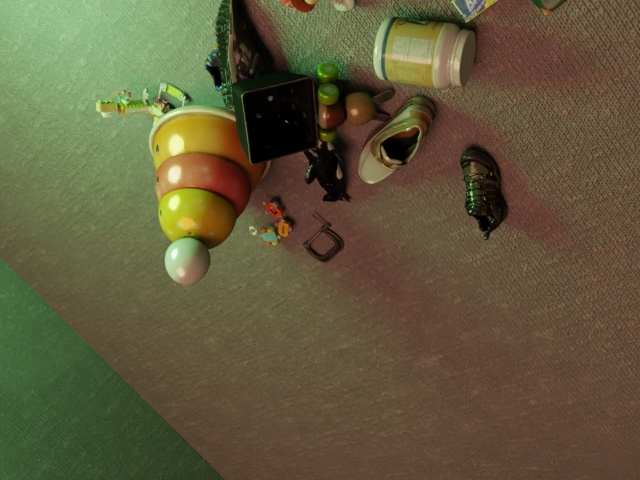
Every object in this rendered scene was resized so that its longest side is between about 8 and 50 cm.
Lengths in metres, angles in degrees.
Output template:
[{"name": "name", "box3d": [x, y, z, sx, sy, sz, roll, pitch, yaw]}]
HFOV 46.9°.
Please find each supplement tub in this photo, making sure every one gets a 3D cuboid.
[{"name": "supplement tub", "box3d": [0.233, -0.419, 1.653, 0.200, 0.144, 0.144, 13, 132, 22]}]

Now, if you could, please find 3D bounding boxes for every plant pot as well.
[{"name": "plant pot", "box3d": [-0.128, -0.325, 1.847, 0.167, 0.188, 0.187, 46, 148, 51]}]

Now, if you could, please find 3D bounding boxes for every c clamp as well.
[{"name": "c clamp", "box3d": [0.000, 0.000, 2.254, 0.137, 0.022, 0.160, 34, 136, -5]}]

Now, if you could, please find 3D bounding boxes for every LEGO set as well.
[{"name": "LEGO set", "box3d": [-0.495, -0.399, 2.139, 0.287, 0.132, 0.107, 16, 132, -11]}]

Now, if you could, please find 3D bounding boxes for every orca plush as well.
[{"name": "orca plush", "box3d": [-0.013, -0.189, 2.010, 0.151, 0.102, 0.287, 42, 161, 28]}]

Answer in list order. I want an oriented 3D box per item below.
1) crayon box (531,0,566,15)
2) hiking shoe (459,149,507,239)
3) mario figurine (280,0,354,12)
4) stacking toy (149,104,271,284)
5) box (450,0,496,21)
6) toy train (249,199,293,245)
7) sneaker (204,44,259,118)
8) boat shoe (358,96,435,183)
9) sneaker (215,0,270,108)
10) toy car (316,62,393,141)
[{"name": "crayon box", "box3d": [0.520, -0.560, 1.309, 0.081, 0.202, 0.318, 45, 137, -9]}, {"name": "hiking shoe", "box3d": [0.400, -0.115, 1.830, 0.086, 0.114, 0.227, -9, 121, 37]}, {"name": "mario figurine", "box3d": [0.027, -0.596, 1.617, 0.320, 0.170, 0.198, -25, 112, 41]}, {"name": "stacking toy", "box3d": [-0.329, -0.097, 1.998, 0.351, 0.480, 0.350, 4, 144, 3]}, {"name": "box", "box3d": [0.359, -0.532, 1.543, 0.059, 0.054, 0.169, 49, 136, -13]}, {"name": "toy train", "box3d": [-0.145, -0.058, 2.278, 0.125, 0.046, 0.166, 41, 134, -3]}, {"name": "sneaker", "box3d": [-0.244, -0.415, 1.999, 0.083, 0.087, 0.221, -20, 114, 43]}, {"name": "boat shoe", "box3d": [0.177, -0.233, 1.868, 0.113, 0.103, 0.302, 28, 139, -8]}, {"name": "sneaker", "box3d": [-0.196, -0.489, 1.914, 0.107, 0.124, 0.283, -149, 53, -60]}, {"name": "toy car", "box3d": [0.086, -0.344, 1.851, 0.188, 0.149, 0.155, 1, 144, -1]}]
